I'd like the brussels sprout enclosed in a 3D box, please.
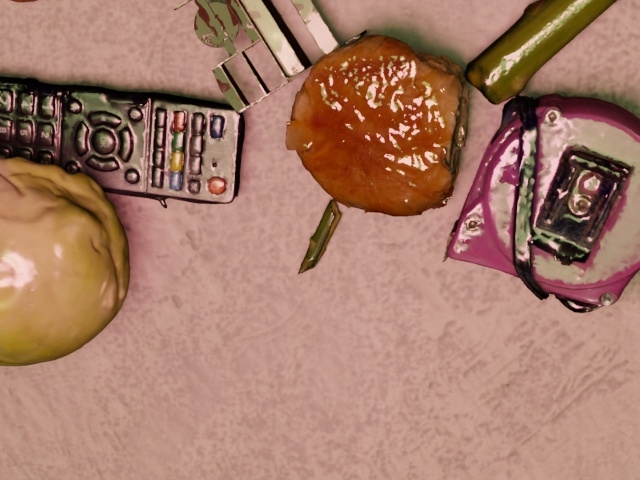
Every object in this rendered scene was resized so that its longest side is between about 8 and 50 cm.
[{"bbox_3d":[-0.365,0.019,1.707,0.274,0.242,0.316,20,148,24],"label":"brussels sprout"}]

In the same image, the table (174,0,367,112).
[{"bbox_3d":[-0.059,-0.258,1.686,0.175,0.062,0.146,-30,97,15],"label":"table"}]

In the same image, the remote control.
[{"bbox_3d":[-0.288,-0.124,1.765,0.399,0.062,0.144,8,107,7],"label":"remote control"}]

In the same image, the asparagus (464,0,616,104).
[{"bbox_3d":[0.282,-0.261,1.623,0.278,0.067,0.060,-39,133,19],"label":"asparagus"}]

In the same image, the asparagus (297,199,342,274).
[{"bbox_3d":[-0.001,0.000,1.764,0.021,0.025,0.108,34,112,22],"label":"asparagus"}]

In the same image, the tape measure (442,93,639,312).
[{"bbox_3d":[0.282,-0.041,1.634,0.232,0.149,0.245,19,108,6],"label":"tape measure"}]

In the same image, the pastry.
[{"bbox_3d":[0.078,-0.127,1.666,0.218,0.100,0.229,-27,101,25],"label":"pastry"}]

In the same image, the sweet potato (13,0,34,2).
[{"bbox_3d":[-0.294,-0.377,1.704,0.078,0.058,0.255,37,111,17],"label":"sweet potato"}]
